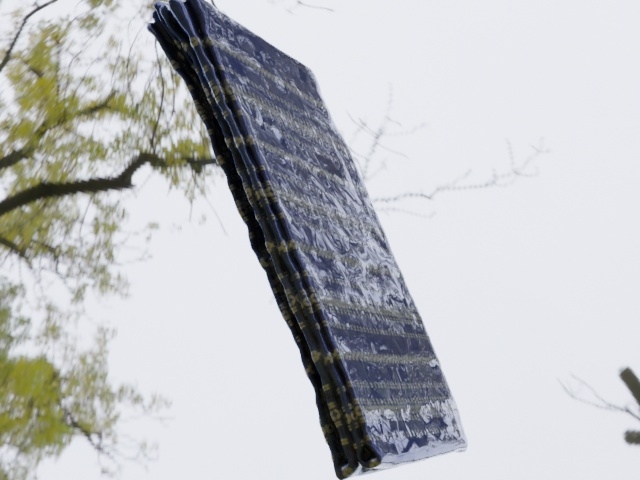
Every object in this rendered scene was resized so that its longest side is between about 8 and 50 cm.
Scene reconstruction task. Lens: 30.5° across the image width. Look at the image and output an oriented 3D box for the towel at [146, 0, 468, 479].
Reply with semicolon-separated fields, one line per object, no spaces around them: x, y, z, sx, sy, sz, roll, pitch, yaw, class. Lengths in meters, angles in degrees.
0.000;0.000;0.820;0.040;0.243;0.336;-27;-105;17;towel
